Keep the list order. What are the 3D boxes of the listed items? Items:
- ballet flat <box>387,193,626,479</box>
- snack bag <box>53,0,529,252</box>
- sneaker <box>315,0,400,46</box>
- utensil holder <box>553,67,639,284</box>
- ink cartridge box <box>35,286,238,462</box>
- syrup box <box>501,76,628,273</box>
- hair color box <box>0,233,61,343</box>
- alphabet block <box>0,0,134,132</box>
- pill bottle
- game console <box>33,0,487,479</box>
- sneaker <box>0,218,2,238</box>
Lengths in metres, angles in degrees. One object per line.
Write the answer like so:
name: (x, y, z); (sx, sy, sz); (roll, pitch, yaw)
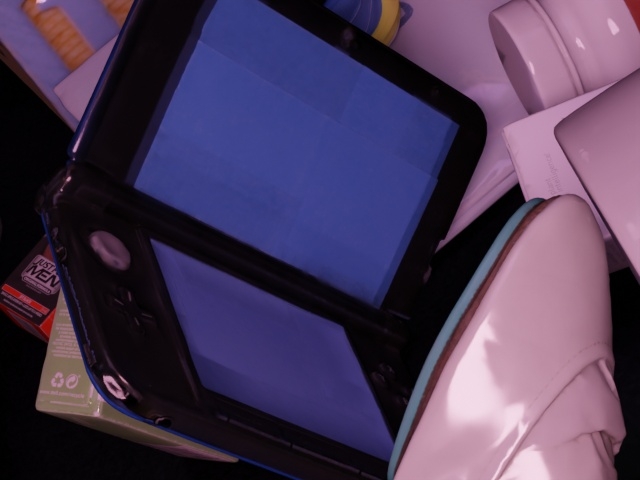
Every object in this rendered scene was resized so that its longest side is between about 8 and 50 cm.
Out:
ballet flat: (0.083, 0.173, 0.942); (0.139, 0.139, 0.400); (31, 95, 43)
snack bag: (0.015, -0.113, 1.284); (0.323, 0.037, 0.342); (-40, 59, -6)
sneaker: (-0.050, -0.123, 1.213); (0.091, 0.126, 0.240); (39, 79, 26)
utensil holder: (0.352, -0.025, 0.846); (0.385, 0.327, 0.327); (-30, 45, 7)
ink cartridge box: (-0.090, 0.015, 1.135); (0.056, 0.171, 0.235); (3, 76, 30)
syrup box: (0.241, -0.061, 1.082); (0.237, 0.096, 0.093); (-22, 73, 15)
hair color box: (-0.176, 0.013, 1.325); (0.072, 0.043, 0.141); (24, 68, 43)
alphabet block: (-0.205, -0.232, 1.445); (0.193, 0.192, 0.197); (-40, 46, -8)
pill bottle: (0.227, -0.157, 1.155); (0.216, 0.121, 0.121); (-26, 45, -2)
game console: (0.000, 0.000, 1.028); (0.173, 0.293, 0.250); (-47, 42, 20)
sneaker: (-0.281, 0.110, 1.260); (0.121, 0.111, 0.300); (11, 77, 24)
